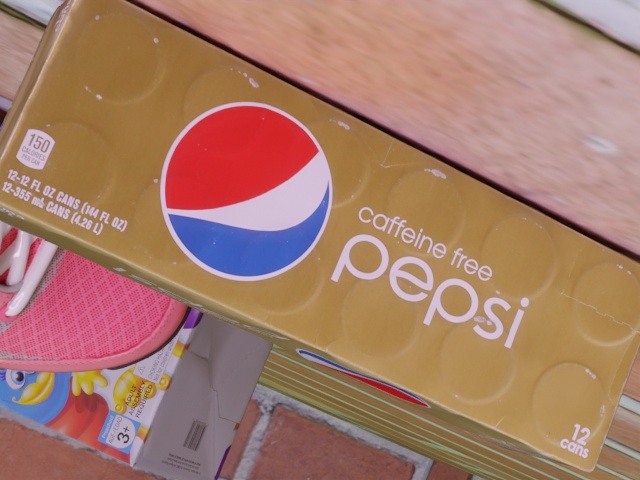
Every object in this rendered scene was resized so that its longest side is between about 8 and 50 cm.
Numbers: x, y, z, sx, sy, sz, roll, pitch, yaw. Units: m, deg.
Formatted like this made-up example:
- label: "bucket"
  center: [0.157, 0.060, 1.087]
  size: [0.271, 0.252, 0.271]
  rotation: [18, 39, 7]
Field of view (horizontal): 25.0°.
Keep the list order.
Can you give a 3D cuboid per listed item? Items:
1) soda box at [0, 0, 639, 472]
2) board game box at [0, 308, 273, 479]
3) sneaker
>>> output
- label: "soda box"
  center: [0.000, 0.000, 0.398]
  size: [0.181, 0.061, 0.058]
  rotation: [26, 171, -17]
- label: "board game box"
  center: [-0.195, 0.064, 1.093]
  size: [0.275, 0.142, 0.144]
  rotation: [19, 172, 23]
- label: "sneaker"
  center: [-0.184, -0.015, 0.631]
  size: [0.313, 0.116, 0.136]
  rotation: [27, 170, -26]
